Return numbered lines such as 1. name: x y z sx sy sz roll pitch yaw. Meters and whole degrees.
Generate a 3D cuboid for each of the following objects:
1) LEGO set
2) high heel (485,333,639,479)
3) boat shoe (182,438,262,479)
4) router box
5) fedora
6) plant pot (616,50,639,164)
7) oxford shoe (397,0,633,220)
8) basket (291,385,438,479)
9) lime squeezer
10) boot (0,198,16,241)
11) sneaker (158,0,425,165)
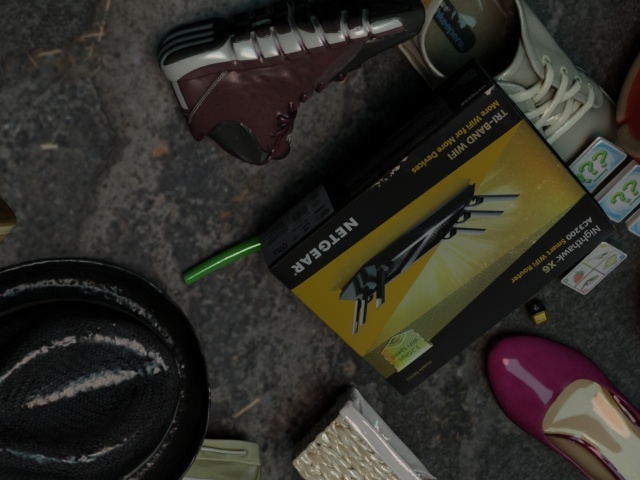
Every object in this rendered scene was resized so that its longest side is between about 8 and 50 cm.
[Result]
1. LEGO set: 0.308 0.009 1.675 0.182 0.060 0.244 26 119 -34
2. high heel: 0.363 0.247 1.753 0.377 0.181 0.127 35 93 -27
3. boat shoe: -0.208 0.257 1.596 0.302 0.109 0.094 12 66 -22
4. router box: 0.127 -0.008 1.542 0.309 0.081 0.243 -40 120 11
5. fedora: -0.264 0.160 1.443 0.334 0.152 0.334 3 79 -17
6. plant pot: 0.487 -0.132 1.602 0.243 0.275 0.275 24 98 -21
7. oxford shoe: 0.230 -0.162 1.596 0.169 0.130 0.449 -49 119 -4
8. basket: 0.053 0.270 1.656 0.103 0.113 0.167 -42 92 4
9. lime squeezer: 0.000 0.000 1.613 0.310 0.059 0.110 1 140 -22
10. boot: -0.446 0.039 1.419 0.262 0.095 0.203 -5 127 -44
11. sneaker: -0.019 -0.168 1.503 0.281 0.106 0.162 -10 122 6
